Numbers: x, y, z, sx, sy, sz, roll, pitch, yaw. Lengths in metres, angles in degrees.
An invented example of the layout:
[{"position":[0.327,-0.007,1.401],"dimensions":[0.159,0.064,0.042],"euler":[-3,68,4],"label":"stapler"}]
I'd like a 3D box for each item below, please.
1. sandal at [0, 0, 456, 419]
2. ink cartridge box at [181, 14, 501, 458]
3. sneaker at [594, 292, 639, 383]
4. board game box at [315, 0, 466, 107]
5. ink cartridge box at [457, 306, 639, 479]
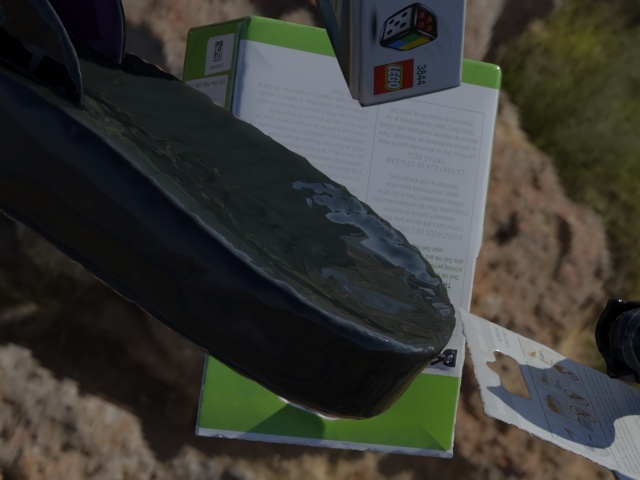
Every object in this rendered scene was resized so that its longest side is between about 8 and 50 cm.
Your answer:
[{"position":[-0.128,-0.103,0.637],"dimensions":[0.446,0.107,0.167],"euler":[32,20,-12],"label":"sandal"},{"position":[0.000,0.000,1.163],"dimensions":[0.189,0.097,0.255],"euler":[8,88,-27],"label":"ink cartridge box"},{"position":[0.204,0.053,1.082],"dimensions":[0.078,0.188,0.067],"euler":[11,91,13],"label":"sneaker"},{"position":[0.012,-0.227,0.725],"dimensions":[0.053,0.305,0.193],"euler":[-12,52,-9],"label":"board game box"},{"position":[0.178,0.131,1.064],"dimensions":[0.225,0.056,0.181],"euler":[22,15,-7],"label":"ink cartridge box"}]
